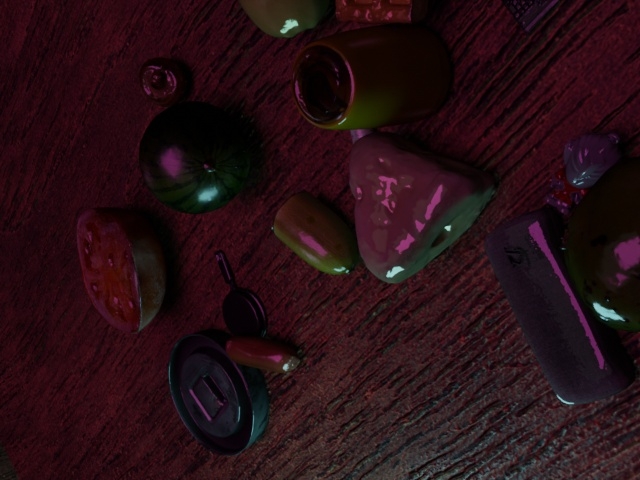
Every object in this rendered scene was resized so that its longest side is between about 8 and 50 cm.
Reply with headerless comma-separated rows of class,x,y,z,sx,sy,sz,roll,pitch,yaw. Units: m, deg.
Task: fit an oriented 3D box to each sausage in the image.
sausage,-0.134,0.257,1.856,0.194,0.077,0.077,6,108,31

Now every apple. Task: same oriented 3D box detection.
apple,-0.071,-0.476,1.507,0.200,0.200,0.200,15,113,39

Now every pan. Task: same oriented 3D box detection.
pan,-0.203,0.134,1.923,0.136,0.028,0.235,-30,82,43

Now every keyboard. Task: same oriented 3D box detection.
keyboard,0.366,-0.424,1.229,0.094,0.025,0.230,57,133,17

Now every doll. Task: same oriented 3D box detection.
doll,0.407,-0.107,1.261,0.094,0.079,0.180,38,140,10

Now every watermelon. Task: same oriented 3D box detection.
watermelon,-0.270,-0.177,1.746,0.242,0.242,0.243,15,113,39

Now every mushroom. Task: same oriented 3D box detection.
mushroom,-0.360,-0.366,1.873,0.126,0.085,0.109,29,152,16

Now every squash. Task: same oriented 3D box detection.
squash,0.000,0.000,1.635,0.186,0.123,0.123,43,128,26

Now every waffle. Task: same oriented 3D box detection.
waffle,0.102,-0.494,1.330,0.168,0.057,0.274,13,110,37

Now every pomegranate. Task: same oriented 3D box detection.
pomegranate,0.471,0.008,1.132,0.270,0.254,0.254,2,105,30

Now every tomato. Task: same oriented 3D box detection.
tomato,-0.491,0.060,2.087,0.338,0.143,0.339,18,116,43

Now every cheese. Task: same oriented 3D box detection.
cheese,0.146,-0.057,1.443,0.251,0.173,0.248,36,116,28

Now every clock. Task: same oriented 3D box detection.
clock,-0.257,0.375,2.024,0.318,0.066,0.319,14,112,38

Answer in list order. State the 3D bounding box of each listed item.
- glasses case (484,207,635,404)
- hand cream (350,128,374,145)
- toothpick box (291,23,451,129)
glasses case,0.389,0.110,1.341,0.131,0.074,0.323,-30,82,42
hand cream,0.084,-0.187,1.549,0.065,0.043,0.171,-5,102,43
toothpick box,0.080,-0.272,1.366,0.175,0.271,0.175,15,113,39
